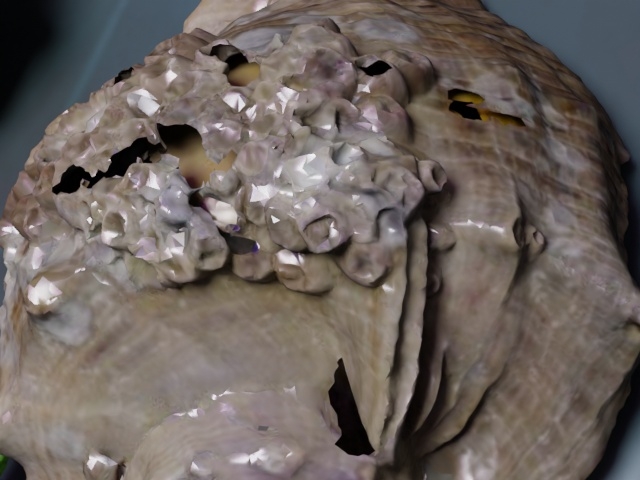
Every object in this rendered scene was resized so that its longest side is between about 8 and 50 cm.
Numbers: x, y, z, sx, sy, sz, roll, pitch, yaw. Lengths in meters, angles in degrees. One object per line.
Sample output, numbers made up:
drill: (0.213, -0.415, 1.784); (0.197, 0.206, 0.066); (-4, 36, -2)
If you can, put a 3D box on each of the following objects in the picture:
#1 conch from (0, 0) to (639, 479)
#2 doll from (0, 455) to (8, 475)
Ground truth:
conch: (0.000, 0.000, 0.484); (0.178, 0.163, 0.245); (5, 51, -2)
doll: (-0.172, 0.047, 0.594); (0.190, 0.050, 0.115); (41, 100, 33)
